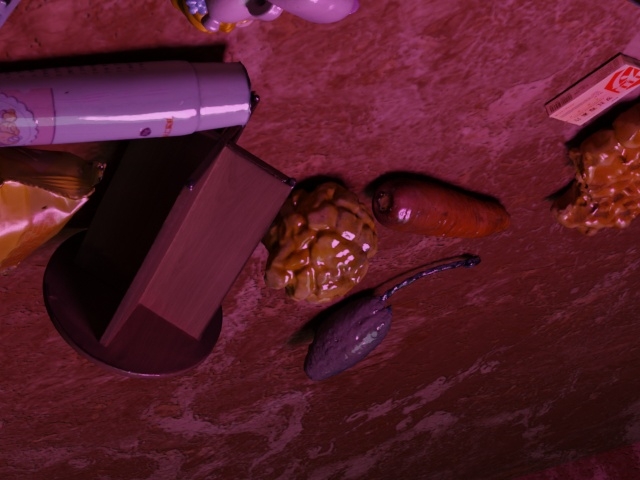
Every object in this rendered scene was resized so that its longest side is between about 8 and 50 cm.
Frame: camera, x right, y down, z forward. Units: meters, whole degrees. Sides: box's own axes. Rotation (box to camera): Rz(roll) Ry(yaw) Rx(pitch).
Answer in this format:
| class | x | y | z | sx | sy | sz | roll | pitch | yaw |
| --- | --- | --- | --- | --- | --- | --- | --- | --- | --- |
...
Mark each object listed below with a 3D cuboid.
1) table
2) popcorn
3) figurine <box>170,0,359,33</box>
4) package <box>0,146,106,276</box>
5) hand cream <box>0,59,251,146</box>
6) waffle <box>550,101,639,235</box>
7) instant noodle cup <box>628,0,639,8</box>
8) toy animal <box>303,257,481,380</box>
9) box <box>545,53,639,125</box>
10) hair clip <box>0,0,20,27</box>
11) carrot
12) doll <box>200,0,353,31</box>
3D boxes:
| class | x | y | z | sx | sy | sz | roll | pitch | yaw |
| --- | --- | --- | --- | --- | --- | --- | --- | --- | --- |
| table | -0.121 | -0.013 | 1.129 | 0.167 | 0.167 | 0.226 | -3 | 144 | -33 |
| popcorn | 0.000 | 0.000 | 1.307 | 0.116 | 0.120 | 0.106 | 2 | -159 | 13 |
| figurine | -0.064 | -0.181 | 0.867 | 0.156 | 0.094 | 0.115 | -4 | -167 | -22 |
| package | -0.278 | -0.016 | 1.047 | 0.168 | 0.090 | 0.226 | -3 | 163 | -40 |
| hand cream | -0.215 | -0.099 | 0.974 | 0.331 | 0.058 | 0.085 | -4 | 168 | -19 |
| waffle | 0.348 | -0.085 | 1.429 | 0.249 | 0.056 | 0.253 | -29 | 157 | 22 |
| instant noodle cup | 0.214 | -0.254 | 0.761 | 0.216 | 0.215 | 0.172 | -30 | 146 | 26 |
| toy animal | 0.074 | 0.083 | 1.611 | 0.253 | 0.070 | 0.079 | -39 | -172 | 15 |
| box | 0.267 | -0.143 | 1.284 | 0.058 | 0.015 | 0.093 | 5 | 148 | -47 |
| hair clip | -0.231 | -0.143 | 0.884 | 0.039 | 0.030 | 0.115 | 18 | 140 | -26 |
| carrot | 0.138 | -0.028 | 1.403 | 0.059 | 0.059 | 0.248 | -33 | 156 | 32 |
| doll | -0.018 | -0.195 | 0.754 | 0.161 | 0.160 | 0.059 | -33 | 154 | 27 |
